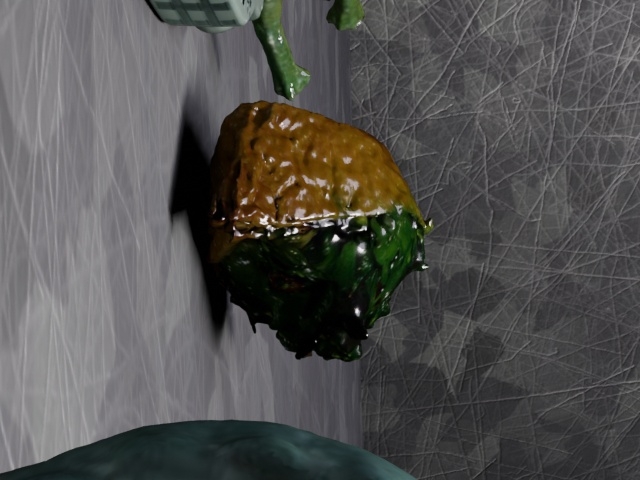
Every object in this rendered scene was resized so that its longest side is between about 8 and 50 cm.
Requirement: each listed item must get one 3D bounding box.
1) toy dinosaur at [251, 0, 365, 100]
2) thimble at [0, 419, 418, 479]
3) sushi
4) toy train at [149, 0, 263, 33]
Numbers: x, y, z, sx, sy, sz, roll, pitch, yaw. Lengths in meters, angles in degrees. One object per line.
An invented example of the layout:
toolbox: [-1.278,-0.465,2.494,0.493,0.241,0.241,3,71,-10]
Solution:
toy dinosaur: [-0.036,-0.243,1.038,0.301,0.087,0.447,71,0,-57]
thimble: [-0.021,0.159,0.432,0.235,0.198,0.143,60,-7,24]
sushi: [-0.001,-0.001,1.045,0.287,0.149,0.140,96,-2,-76]
toy train: [-0.063,-0.142,0.893,0.234,0.052,0.051,62,30,-83]
